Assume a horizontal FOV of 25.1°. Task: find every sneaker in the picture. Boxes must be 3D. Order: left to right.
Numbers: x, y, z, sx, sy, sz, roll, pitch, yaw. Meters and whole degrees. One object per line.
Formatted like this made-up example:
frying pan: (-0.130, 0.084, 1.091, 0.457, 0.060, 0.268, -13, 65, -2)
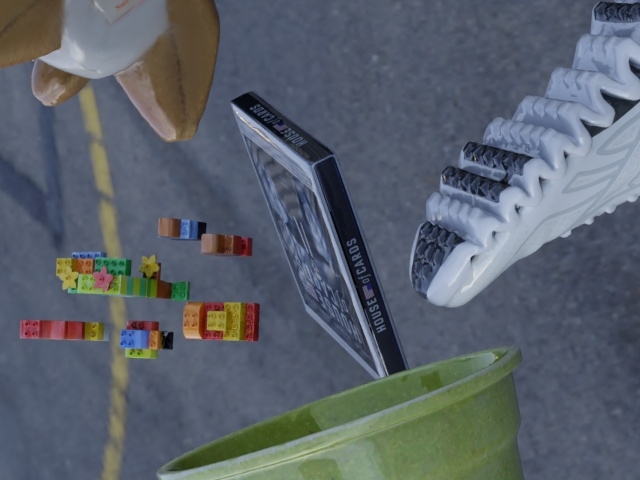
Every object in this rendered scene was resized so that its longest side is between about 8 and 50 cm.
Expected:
sneaker: (0.179, -0.057, 0.933, 0.118, 0.292, 0.110, 43, -179, -22)

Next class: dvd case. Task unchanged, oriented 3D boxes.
dvd case: (0.000, 0.000, 1.261, 0.179, 0.029, 0.239, 41, 154, 57)

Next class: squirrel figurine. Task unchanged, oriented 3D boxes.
squirrel figurine: (-0.281, -0.346, 1.582, 0.370, 0.281, 0.397, 35, 112, 55)

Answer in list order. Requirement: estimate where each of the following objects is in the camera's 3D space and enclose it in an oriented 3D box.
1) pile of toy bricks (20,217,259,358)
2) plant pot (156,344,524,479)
pile of toy bricks: (-0.161, 0.038, 1.196, 0.212, 0.105, 0.118, -1, 85, 26)
plant pot: (0.054, 0.237, 1.025, 0.276, 0.276, 0.254, -24, 85, 63)
